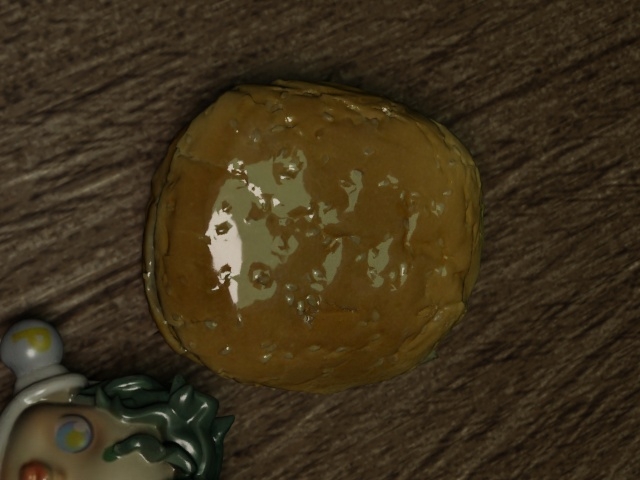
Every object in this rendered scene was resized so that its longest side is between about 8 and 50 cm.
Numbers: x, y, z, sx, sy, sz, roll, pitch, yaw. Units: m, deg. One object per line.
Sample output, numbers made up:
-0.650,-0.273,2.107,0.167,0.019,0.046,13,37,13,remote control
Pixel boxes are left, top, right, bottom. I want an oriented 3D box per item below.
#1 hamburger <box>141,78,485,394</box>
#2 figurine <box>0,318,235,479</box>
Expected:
-0.001,-0.001,1.006,0.283,0.144,0.259,-1,93,-26,hamburger
-0.247,0.189,0.917,0.382,0.186,0.261,2,85,-15,figurine
